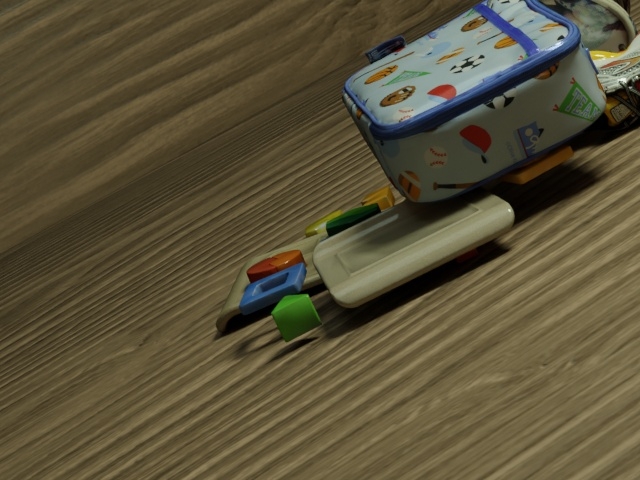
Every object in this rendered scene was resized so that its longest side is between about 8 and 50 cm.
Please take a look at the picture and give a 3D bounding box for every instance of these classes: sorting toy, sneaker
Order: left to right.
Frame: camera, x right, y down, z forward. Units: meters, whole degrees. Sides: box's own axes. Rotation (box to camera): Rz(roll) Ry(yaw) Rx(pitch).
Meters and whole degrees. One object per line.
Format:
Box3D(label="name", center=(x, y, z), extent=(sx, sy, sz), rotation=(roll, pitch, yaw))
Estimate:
Box3D(label="sorting toy", center=(0.000, 0.000, 1.989), extent=(0.229, 0.041, 0.307), rotation=(-25, 10, 9))
Box3D(label="sorting toy", center=(0.089, 0.007, 1.726), extent=(0.348, 0.047, 0.196), rotation=(-27, 14, -1))
Box3D(label="sneaker", center=(0.329, -0.156, 1.895), extent=(0.225, 0.088, 0.092), rotation=(-19, 34, 31))

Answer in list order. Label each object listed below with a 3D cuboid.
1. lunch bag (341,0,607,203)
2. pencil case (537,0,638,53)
Box3D(label="lunch bag", center=(0.154, -0.153, 1.833), extent=(0.243, 0.115, 0.303), rotation=(-29, 19, 2))
Box3D(label="pencil case", center=(0.293, -0.244, 2.166), extent=(0.160, 0.183, 0.410), rotation=(-53, 2, 17))
